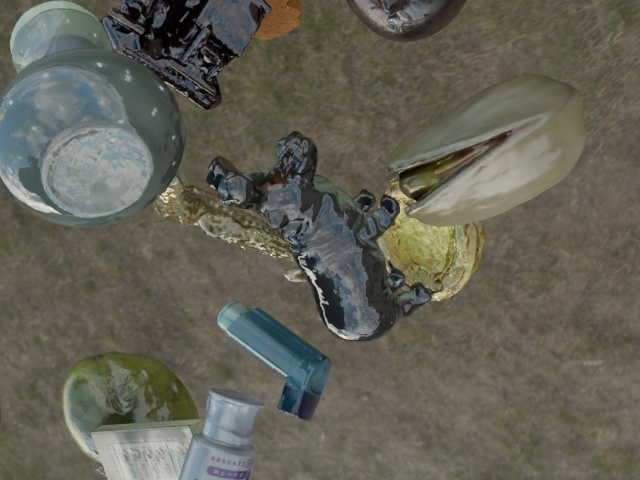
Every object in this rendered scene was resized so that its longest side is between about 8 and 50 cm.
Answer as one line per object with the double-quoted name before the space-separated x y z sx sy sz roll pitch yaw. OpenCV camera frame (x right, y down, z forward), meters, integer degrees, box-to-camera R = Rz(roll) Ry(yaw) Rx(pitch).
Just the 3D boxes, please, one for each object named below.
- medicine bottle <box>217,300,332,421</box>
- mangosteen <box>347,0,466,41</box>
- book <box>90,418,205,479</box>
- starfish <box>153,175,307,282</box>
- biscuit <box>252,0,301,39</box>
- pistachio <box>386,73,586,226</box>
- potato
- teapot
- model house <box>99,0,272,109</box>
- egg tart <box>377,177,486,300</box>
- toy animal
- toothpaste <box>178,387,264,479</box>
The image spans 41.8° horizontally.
"medicine bottle" -0.089 0.210 1.514 0.258 0.079 0.124 35 88 30
"mangosteen" 0.131 -0.433 1.370 0.235 0.261 0.235 11 127 16
"book" -0.200 0.336 1.109 0.264 0.027 0.202 -17 94 46
"starfish" -0.197 -0.064 1.135 0.324 0.432 0.082 33 92 51
"biscuit" -0.151 -0.405 1.361 0.202 0.334 0.047 -17 75 30
"pistachio" 0.236 -0.120 1.165 0.288 0.197 0.166 -30 88 8
"potato" -0.297 0.282 1.321 0.197 0.148 0.228 -9 110 7
"teapot" -0.245 -0.138 0.841 0.251 0.183 0.183 59 138 44
"model house" -0.186 -0.311 1.167 0.203 0.141 0.164 28 137 -21
"egg tart" 0.233 -0.016 1.786 0.290 0.107 0.291 19 119 39
"toy animal" 0.009 -0.015 1.060 0.343 0.168 0.106 51 168 -30
"toothpaste" -0.131 0.318 0.934 0.073 0.114 0.299 11 86 55
